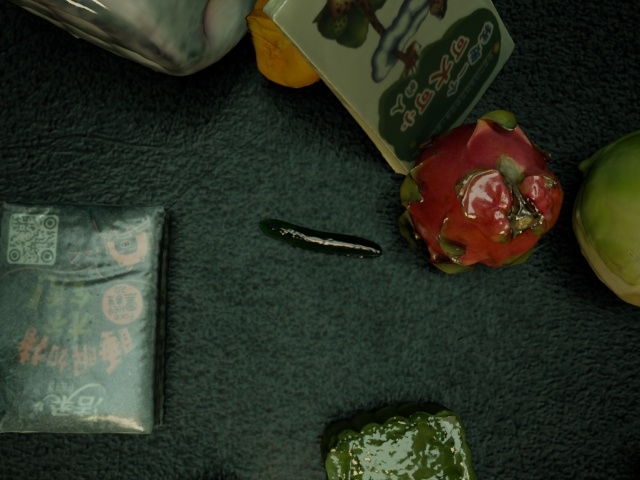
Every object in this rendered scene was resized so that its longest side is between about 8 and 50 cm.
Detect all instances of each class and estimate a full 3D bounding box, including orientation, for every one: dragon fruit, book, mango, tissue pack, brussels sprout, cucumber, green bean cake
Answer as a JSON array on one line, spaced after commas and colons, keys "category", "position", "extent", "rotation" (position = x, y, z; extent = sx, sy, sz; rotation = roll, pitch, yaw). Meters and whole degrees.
[{"category": "dragon fruit", "position": [0.214, -0.057, 1.087], "extent": [0.224, 0.227, 0.224], "rotation": [0, 89, 6]}, {"category": "book", "position": [0.110, -0.272, 1.053], "extent": [0.260, 0.371, 0.043], "rotation": [-53, 47, -3]}, {"category": "mango", "position": [0.012, -0.334, 1.105], "extent": [0.138, 0.187, 0.257], "rotation": [32, 69, 2]}, {"category": "tissue pack", "position": [-0.329, 0.105, 1.109], "extent": [0.228, 0.103, 0.315], "rotation": [2, 85, -1]}, {"category": "brussels sprout", "position": [0.480, -0.035, 1.097], "extent": [0.260, 0.227, 0.294], "rotation": [15, 61, 6]}, {"category": "cucumber", "position": [0.000, 0.000, 1.164], "extent": [0.184, 0.033, 0.036], "rotation": [13, 111, -1]}, {"category": "green bean cake", "position": [0.111, 0.337, 1.105], "extent": [0.201, 0.113, 0.214], "rotation": [-14, 86, -2]}]

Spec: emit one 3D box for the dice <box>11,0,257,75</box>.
[{"category": "dice", "position": [-0.250, -0.414, 0.996], "extent": [0.328, 0.330, 0.348], "rotation": [25, 87, 20]}]
